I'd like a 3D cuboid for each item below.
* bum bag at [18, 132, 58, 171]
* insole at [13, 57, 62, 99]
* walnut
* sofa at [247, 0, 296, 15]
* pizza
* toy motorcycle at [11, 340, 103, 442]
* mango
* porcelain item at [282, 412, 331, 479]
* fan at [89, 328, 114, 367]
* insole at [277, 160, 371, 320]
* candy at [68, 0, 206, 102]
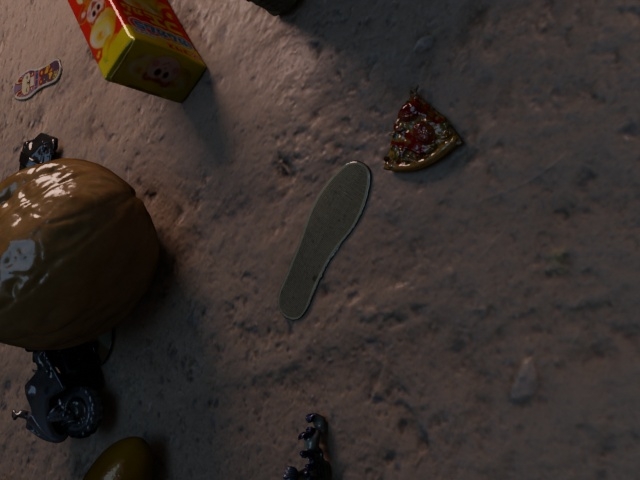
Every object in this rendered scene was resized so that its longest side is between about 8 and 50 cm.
[{"bbox_3d":[-0.550,-0.110,1.441,0.087,0.049,0.198,6,86,17],"label":"bum bag"},{"bbox_3d":[-0.585,-0.330,1.534,0.197,0.004,0.065,-6,79,41],"label":"insole"},{"bbox_3d":[-0.399,0.028,1.133,0.313,0.252,0.277,-40,46,-3],"label":"walnut"},{"bbox_3d":[-0.108,-0.452,1.002,0.176,0.210,0.225,36,107,37],"label":"sofa"},{"bbox_3d":[0.105,-0.116,0.877,0.099,0.029,0.100,-48,55,26],"label":"pizza"},{"bbox_3d":[-0.452,0.226,1.255,0.159,0.106,0.270,-44,62,24],"label":"toy motorcycle"},{"bbox_3d":[-0.311,0.411,1.103,0.138,0.113,0.253,27,94,45],"label":"mango"},{"bbox_3d":[-0.017,0.277,0.888,0.021,0.075,0.136,-19,72,39],"label":"porcelain item"},{"bbox_3d":[-0.369,0.131,1.265,0.226,0.008,0.153,-36,61,32],"label":"fan"},{"bbox_3d":[0.000,0.000,0.967,0.080,0.003,0.232,38,108,38],"label":"insole"},{"bbox_3d":[-0.307,-0.352,1.203,0.088,0.146,0.276,-47,54,25],"label":"candy"}]
